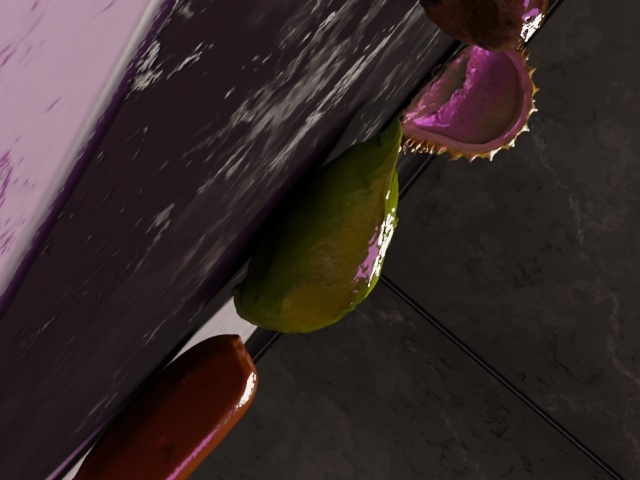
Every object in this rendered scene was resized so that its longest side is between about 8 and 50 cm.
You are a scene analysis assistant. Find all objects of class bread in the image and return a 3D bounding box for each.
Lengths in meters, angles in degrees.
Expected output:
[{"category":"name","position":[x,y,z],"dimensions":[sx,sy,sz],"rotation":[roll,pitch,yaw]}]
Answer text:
[{"category":"bread","position":[0.120,-0.174,0.826],"dimensions":[0.060,0.082,0.113],"rotation":[-51,-179,-20]}]

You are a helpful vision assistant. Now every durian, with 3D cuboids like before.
[{"category":"durian","position":[0.165,-0.173,1.436],"dimensions":[0.132,0.165,0.182],"rotation":[39,64,-48]},{"category":"durian","position":[0.000,0.000,1.109],"dimensions":[0.250,0.101,0.139],"rotation":[-52,-149,40]}]

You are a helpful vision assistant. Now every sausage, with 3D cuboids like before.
[{"category":"sausage","position":[-0.182,0.223,1.187],"dimensions":[0.348,0.094,0.097],"rotation":[-47,174,-28]}]
